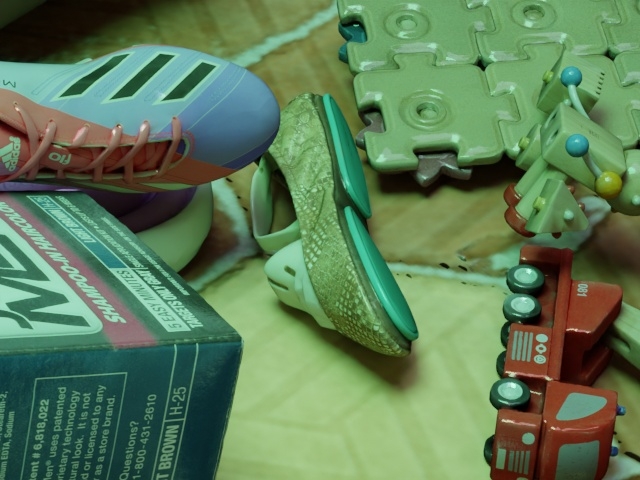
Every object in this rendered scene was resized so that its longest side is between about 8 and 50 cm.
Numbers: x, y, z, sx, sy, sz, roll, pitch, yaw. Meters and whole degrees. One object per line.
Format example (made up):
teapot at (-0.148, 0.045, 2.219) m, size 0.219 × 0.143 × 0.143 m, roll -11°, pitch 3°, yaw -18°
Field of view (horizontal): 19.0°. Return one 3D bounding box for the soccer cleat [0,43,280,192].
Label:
soccer cleat at (-0.135, -0.054, 0.955) m, size 0.248 × 0.083 × 0.095 m, roll 4°, pitch 25°, yaw -19°

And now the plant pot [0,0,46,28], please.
plant pot at (-0.262, -0.234, 1.143) m, size 0.323 × 0.323 × 0.280 m, roll 26°, pitch 62°, yaw 26°

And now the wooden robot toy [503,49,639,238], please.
wooden robot toy at (0.149, -0.034, 1.035) m, size 0.079 × 0.076 × 0.173 m, roll 26°, pitch 27°, yaw -7°

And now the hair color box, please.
hair color box at (-0.227, 0.056, 0.817) m, size 0.347 × 0.105 × 0.174 m, roll -2°, pitch 25°, yaw -35°

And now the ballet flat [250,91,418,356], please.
ballet flat at (0.000, 0.000, 1.037) m, size 0.067 × 0.073 × 0.206 m, roll -27°, pitch 38°, yaw 9°

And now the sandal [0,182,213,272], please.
sandal at (-0.261, -0.023, 1.005) m, size 0.416 × 0.102 × 0.169 m, roll -12°, pitch 40°, yaw -21°

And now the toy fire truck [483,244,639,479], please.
toy fire truck at (0.159, 0.053, 0.979) m, size 0.135 × 0.047 × 0.192 m, roll 7°, pitch 40°, yaw 7°

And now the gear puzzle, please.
gear puzzle at (0.181, -0.103, 1.170) m, size 0.339 × 0.044 × 0.175 m, roll -5°, pitch 47°, yaw -6°
